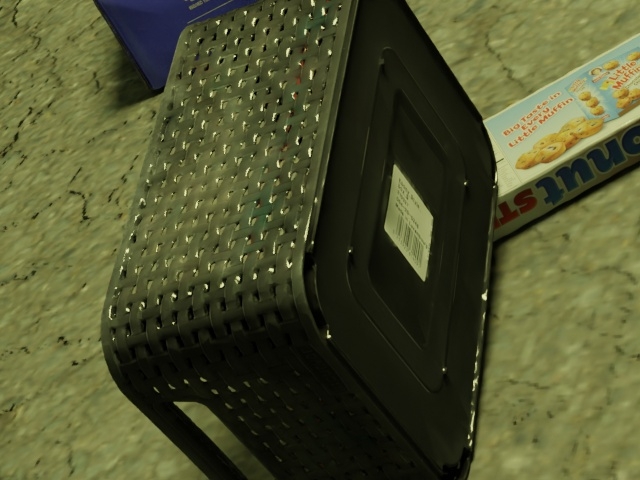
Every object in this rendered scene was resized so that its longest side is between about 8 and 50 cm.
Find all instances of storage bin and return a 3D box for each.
[{"bbox_3d":[0.000,0.000,0.648,0.084,0.122,0.180,-16,43,26],"label":"storage bin"}]

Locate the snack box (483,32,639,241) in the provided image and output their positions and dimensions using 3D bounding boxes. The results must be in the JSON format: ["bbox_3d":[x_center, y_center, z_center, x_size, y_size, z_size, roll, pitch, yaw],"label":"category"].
[{"bbox_3d":[0.108,-0.046,0.743,0.178,0.022,0.064,-29,29,4],"label":"snack box"}]

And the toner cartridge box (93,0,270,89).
[{"bbox_3d":[0.031,-0.227,1.038,0.347,0.075,0.165,-26,31,10],"label":"toner cartridge box"}]
